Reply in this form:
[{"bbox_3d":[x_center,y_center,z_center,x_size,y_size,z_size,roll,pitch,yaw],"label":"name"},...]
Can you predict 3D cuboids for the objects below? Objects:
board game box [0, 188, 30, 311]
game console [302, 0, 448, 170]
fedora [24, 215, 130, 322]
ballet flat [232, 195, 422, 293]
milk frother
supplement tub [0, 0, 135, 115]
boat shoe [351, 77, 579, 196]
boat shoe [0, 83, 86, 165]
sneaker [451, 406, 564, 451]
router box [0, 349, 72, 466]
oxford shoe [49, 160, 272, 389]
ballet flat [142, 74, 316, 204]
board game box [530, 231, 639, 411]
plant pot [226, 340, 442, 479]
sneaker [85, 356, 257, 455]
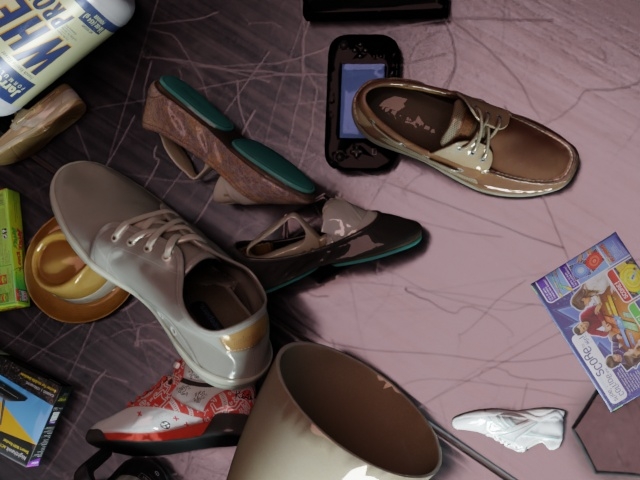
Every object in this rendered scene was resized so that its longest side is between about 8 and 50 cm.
[{"bbox_3d":[-0.507,0.019,1.899,0.092,0.043,0.181,-11,80,14],"label":"board game box"},{"bbox_3d":[0.078,-0.279,1.781,0.213,0.044,0.362,0,83,15],"label":"game console"},{"bbox_3d":[-0.368,0.031,1.841,0.194,0.079,0.194,-2,82,14],"label":"fedora"},{"bbox_3d":[0.000,0.000,1.728,0.280,0.095,0.096,-19,109,12],"label":"ballet flat"},{"bbox_3d":[-0.306,0.382,1.742,0.129,0.135,0.143,33,108,3],"label":"milk frother"},{"bbox_3d":[-0.467,-0.335,1.837,0.324,0.235,0.235,-37,75,8],"label":"supplement tub"},{"bbox_3d":[0.194,-0.141,1.678,0.324,0.116,0.123,15,88,5],"label":"boat shoe"},{"bbox_3d":[-0.444,-0.180,1.904,0.170,0.063,0.059,-34,73,-1],"label":"boat shoe"},{"bbox_3d":[0.252,0.255,1.656,0.152,0.053,0.061,-2,85,14],"label":"sneaker"},{"bbox_3d":[-0.480,0.244,1.860,0.178,0.046,0.133,23,89,17],"label":"router box"},{"bbox_3d":[-0.220,0.018,1.734,0.169,0.130,0.449,-28,59,-33],"label":"oxford shoe"},{"bbox_3d":[-0.141,-0.118,1.801,0.316,0.107,0.106,40,112,22],"label":"ballet flat"},{"bbox_3d":[0.392,0.109,1.646,0.136,0.035,0.201,-32,76,9],"label":"board game box"},{"bbox_3d":[-0.019,0.322,1.639,0.256,0.256,0.274,40,110,17],"label":"plant pot"},{"bbox_3d":[-0.211,0.226,1.774,0.270,0.090,0.145,-10,63,25],"label":"sneaker"}]
